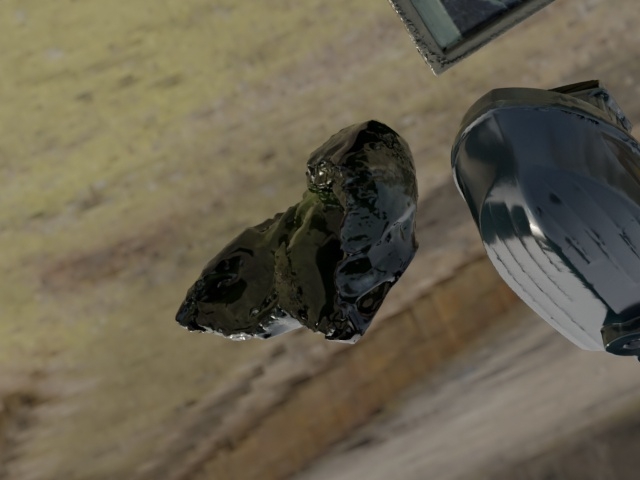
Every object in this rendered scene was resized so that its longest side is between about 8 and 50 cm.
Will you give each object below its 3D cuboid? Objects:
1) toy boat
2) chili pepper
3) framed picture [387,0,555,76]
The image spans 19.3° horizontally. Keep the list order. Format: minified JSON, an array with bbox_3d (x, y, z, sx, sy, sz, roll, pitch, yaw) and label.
[{"bbox_3d":[0.157,-0.021,1.141,0.114,0.122,0.296,-18,150,19],"label":"toy boat"},{"bbox_3d":[0.007,0.004,1.411,0.148,0.116,0.264,-49,-177,-32],"label":"chili pepper"},{"bbox_3d":[0.133,-0.292,1.497,0.247,0.022,0.335,-32,142,6],"label":"framed picture"}]
